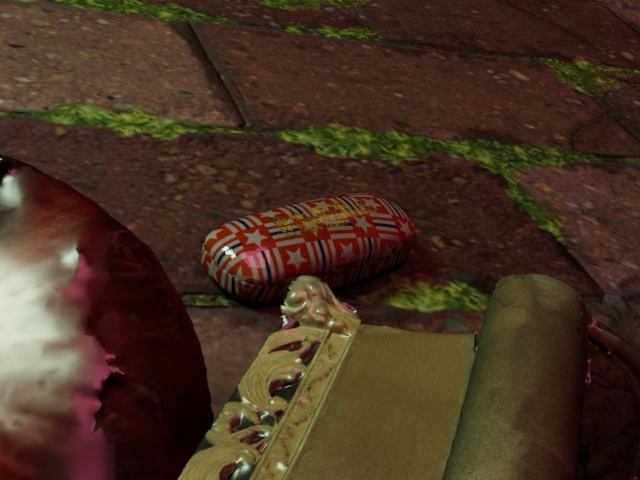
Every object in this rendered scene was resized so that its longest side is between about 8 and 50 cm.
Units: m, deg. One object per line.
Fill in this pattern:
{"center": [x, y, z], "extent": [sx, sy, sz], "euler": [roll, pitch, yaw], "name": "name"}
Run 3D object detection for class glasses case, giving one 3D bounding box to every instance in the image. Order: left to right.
{"center": [0.000, 0.000, 0.836], "extent": [0.194, 0.049, 0.073], "euler": [-15, 44, -42], "name": "glasses case"}

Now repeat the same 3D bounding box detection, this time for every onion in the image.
{"center": [-0.164, 0.106, 0.472], "extent": [0.272, 0.195, 0.272], "euler": [-6, 61, 11], "name": "onion"}

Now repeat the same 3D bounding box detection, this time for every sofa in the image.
{"center": [0.044, 0.163, 0.408], "extent": [0.182, 0.258, 0.200], "euler": [10, 28, 14], "name": "sofa"}
